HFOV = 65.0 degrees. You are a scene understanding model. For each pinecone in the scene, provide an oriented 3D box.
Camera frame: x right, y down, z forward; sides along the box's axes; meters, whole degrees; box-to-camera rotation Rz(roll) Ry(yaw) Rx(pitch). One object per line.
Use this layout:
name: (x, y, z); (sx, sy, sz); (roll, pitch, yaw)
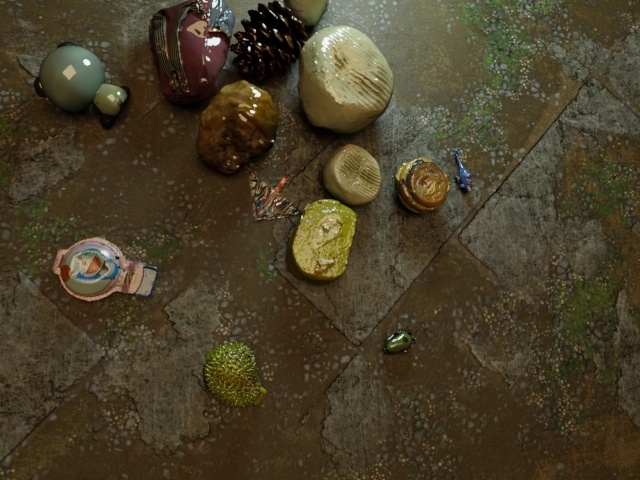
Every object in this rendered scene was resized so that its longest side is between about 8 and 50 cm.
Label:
pinecone: (-0.172, -0.647, 1.629); (0.273, 0.224, 0.224); (-40, 87, -8)

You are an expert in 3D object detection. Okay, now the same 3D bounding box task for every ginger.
ginger: (-0.260, -0.366, 1.562); (0.270, 0.200, 0.222); (-26, 43, 22)

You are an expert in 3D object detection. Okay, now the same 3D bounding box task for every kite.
kite: (-0.163, -0.140, 1.622); (0.232, 0.009, 0.189); (36, 74, -1)

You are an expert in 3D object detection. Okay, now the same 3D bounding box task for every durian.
durian: (-0.250, 0.385, 1.418); (0.159, 0.146, 0.198); (-20, 79, -12)

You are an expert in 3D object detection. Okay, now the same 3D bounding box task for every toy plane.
toy plane: (0.495, -0.243, 1.740); (0.054, 0.062, 0.167); (-10, 69, -12)

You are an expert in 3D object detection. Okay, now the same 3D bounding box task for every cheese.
cheese: (-0.621, 0.090, 1.456); (0.286, 0.074, 0.188); (15, 77, -8)

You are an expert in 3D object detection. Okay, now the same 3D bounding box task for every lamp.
lamp: (-0.715, -0.470, 1.521); (0.244, 0.198, 0.197); (31, 73, -26)

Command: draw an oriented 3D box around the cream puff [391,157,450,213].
cream puff: (0.324, -0.179, 1.658); (0.189, 0.129, 0.188); (2, 84, -16)

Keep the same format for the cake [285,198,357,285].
cake: (0.000, 0.000, 1.552); (0.179, 0.156, 0.260); (17, 73, -13)

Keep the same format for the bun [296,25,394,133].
bun: (0.075, -0.513, 1.639); (0.327, 0.234, 0.361); (10, 69, -18)

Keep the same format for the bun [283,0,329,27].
bun: (-0.031, -0.859, 1.674); (0.169, 0.273, 0.272); (22, 75, -8)

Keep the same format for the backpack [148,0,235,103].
backpack: (-0.415, -0.583, 1.568); (0.284, 0.197, 0.316); (-3, 78, 28)

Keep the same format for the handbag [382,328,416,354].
handbag: (0.241, 0.324, 1.571); (0.111, 0.047, 0.072); (-24, 82, -16)

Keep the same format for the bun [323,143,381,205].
bun: (0.102, -0.203, 1.628); (0.193, 0.128, 0.178); (36, 74, -13)
